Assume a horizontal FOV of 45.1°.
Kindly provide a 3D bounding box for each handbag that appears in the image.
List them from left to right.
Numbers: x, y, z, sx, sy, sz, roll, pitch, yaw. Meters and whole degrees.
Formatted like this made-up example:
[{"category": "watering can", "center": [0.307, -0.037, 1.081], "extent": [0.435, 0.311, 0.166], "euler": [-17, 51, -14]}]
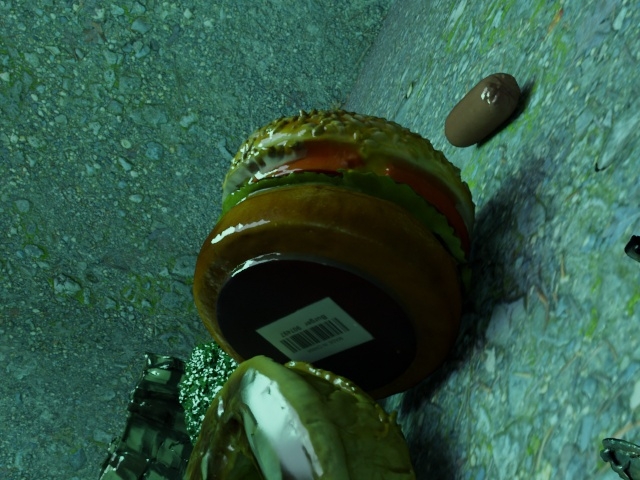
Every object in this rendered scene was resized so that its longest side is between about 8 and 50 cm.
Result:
[{"category": "handbag", "center": [-0.231, 0.396, 1.477], "extent": [0.162, 0.326, 0.325], "euler": [-105, 37, -70]}]

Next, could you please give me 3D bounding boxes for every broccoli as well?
[{"category": "broccoli", "center": [-0.064, 0.251, 1.079], "extent": [0.245, 0.294, 0.265], "euler": [29, -109, -68]}]

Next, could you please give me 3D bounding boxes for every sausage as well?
[{"category": "sausage", "center": [0.216, -0.173, 1.037], "extent": [0.154, 0.062, 0.062], "euler": [135, 156, -72]}]

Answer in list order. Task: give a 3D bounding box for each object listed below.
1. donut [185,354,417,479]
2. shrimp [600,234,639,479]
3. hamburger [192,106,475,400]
[{"category": "donut", "center": [-0.027, 0.277, 0.818], "extent": [0.330, 0.159, 0.330], "euler": [4, 95, 52]}, {"category": "shrimp", "center": [0.216, 0.068, 0.451], "extent": [0.152, 0.046, 0.219], "euler": [-62, 10, 16]}, {"category": "hamburger", "center": [0.023, 0.012, 0.919], "extent": [0.250, 0.329, 0.330], "euler": [-73, 10, -45]}]
